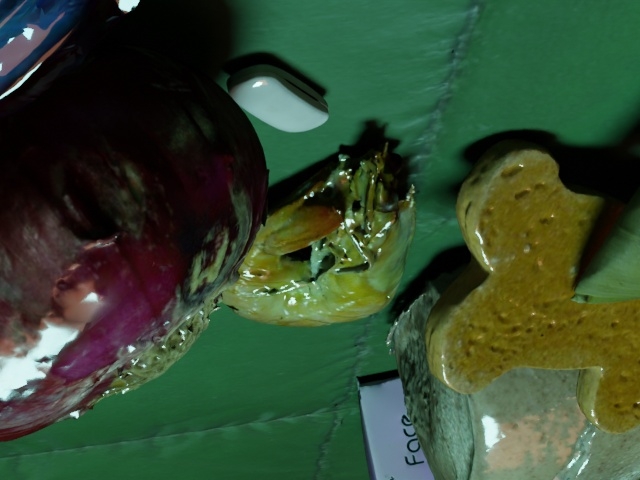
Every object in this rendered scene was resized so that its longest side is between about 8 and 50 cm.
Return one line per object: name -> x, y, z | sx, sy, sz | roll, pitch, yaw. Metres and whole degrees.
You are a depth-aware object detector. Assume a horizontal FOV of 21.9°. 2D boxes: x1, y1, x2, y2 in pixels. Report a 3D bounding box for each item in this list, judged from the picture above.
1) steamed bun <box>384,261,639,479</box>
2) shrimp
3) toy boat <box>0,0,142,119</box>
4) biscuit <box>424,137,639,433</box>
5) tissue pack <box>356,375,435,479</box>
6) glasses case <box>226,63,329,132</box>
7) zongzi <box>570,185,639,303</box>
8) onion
steamed bun -> 0.192, 0.130, 1.368 | 0.251, 0.199, 0.301 | -8, 158, -6
shrimp -> 0.000, 0.000, 1.150 | 0.145, 0.061, 0.267 | 6, 158, -13
toy boat -> -0.199, -0.106, 0.706 | 0.309, 0.129, 0.142 | -24, 126, 33
biscuit -> 0.219, 0.039, 1.193 | 0.324, 0.205, 0.049 | 7, -164, -27
tissue pack -> 0.095, 0.231, 1.660 | 0.092, 0.149, 0.246 | -11, 159, -1
glasses case -> -0.024, -0.082, 0.967 | 0.032, 0.021, 0.083 | -17, 158, 26
zongzi -> 0.236, -0.051, 0.982 | 0.300, 0.145, 0.274 | -25, 151, 22
onion -> -0.139, -0.006, 0.879 | 0.246, 0.190, 0.246 | -34, 177, -2
